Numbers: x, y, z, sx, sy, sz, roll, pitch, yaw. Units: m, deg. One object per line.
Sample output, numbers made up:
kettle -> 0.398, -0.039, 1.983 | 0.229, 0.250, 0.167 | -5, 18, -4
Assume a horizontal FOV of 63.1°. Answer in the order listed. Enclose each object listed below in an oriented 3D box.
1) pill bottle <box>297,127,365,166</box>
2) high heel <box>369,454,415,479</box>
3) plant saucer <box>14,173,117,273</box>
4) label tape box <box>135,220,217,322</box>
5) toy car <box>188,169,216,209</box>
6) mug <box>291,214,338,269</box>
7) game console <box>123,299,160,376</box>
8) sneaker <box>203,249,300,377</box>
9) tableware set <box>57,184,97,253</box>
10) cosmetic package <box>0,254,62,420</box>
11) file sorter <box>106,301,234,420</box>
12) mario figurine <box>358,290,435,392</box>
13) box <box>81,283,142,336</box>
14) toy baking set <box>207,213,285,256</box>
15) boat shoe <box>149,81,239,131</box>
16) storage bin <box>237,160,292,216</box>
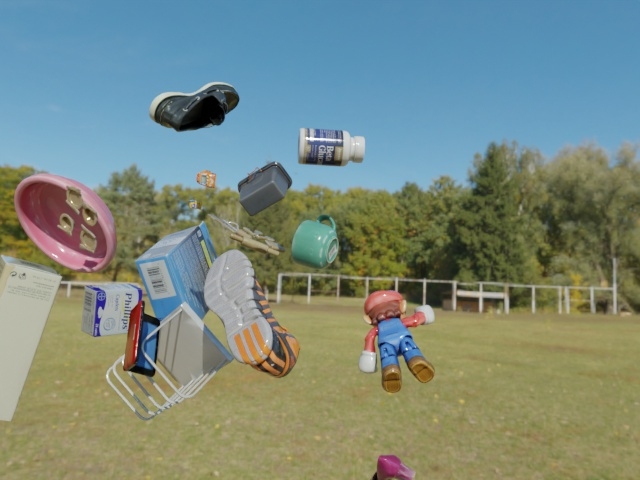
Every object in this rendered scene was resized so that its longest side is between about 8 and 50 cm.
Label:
pill bottle -> 0.027, -0.241, 1.360 | 0.169, 0.094, 0.094 | 2, -6, -6
high heel -> 0.171, 0.680, 1.531 | 0.117, 0.082, 0.244 | 31, -32, -4
plant saucer -> -0.736, -0.057, 1.540 | 0.332, 0.332, 0.084 | 0, 34, 22
label tape box -> -0.428, 0.107, 1.655 | 0.115, 0.249, 0.348 | -12, 17, 9
toy car -> -0.283, -0.113, 1.234 | 0.040, 0.122, 0.060 | 0, 35, -36
mug -> -0.005, 0.003, 1.464 | 0.097, 0.158, 0.129 | 16, 3, 24
game console -> -0.393, 0.225, 1.186 | 0.085, 0.144, 0.124 | 14, -32, -30
sneaker -> -0.150, 0.174, 1.159 | 0.124, 0.321, 0.180 | -30, -41, 6
tableware set -> -0.638, -0.055, 1.380 | 0.141, 0.169, 0.020 | 34, 31, 18
cosmetic package -> -0.664, 0.198, 1.102 | 0.113, 0.310, 0.160 | 22, -8, -35
file sorter -> -0.402, 0.325, 1.346 | 0.277, 0.193, 0.173 | -36, 5, 42
mario figurine -> 0.207, 0.266, 1.390 | 0.198, 0.170, 0.321 | 12, 30, -12
box -> -0.568, 0.188, 1.425 | 0.072, 0.126, 0.137 | 10, 5, 38
toy baking set -> -0.237, -0.013, 1.658 | 0.256, 0.030, 0.197 | 21, 9, -23
boat shoe -> -0.334, -0.382, 1.529 | 0.113, 0.127, 0.340 | 36, 30, 17
storage bin -> -0.146, -0.128, 1.310 | 0.135, 0.098, 0.091 | -29, 27, 15
